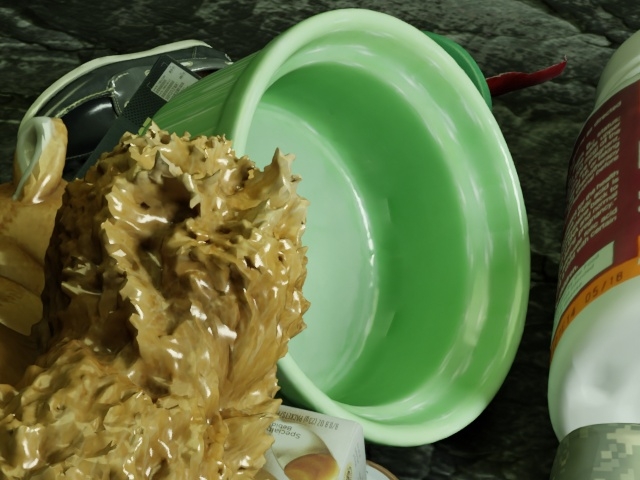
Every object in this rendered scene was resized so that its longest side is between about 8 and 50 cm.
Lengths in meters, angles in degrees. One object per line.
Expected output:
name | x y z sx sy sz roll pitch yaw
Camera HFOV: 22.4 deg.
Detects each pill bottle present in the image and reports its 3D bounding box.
pill bottle | 0.294 0.001 1.222 0.224 0.224 0.392 7 38 7

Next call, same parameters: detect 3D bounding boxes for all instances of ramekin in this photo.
ramekin | 0.000 0.000 1.155 0.148 0.303 0.303 -13 22 44

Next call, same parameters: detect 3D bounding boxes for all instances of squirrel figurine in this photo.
squirrel figurine | -0.169 0.085 0.908 0.397 0.281 0.370 -11 22 23

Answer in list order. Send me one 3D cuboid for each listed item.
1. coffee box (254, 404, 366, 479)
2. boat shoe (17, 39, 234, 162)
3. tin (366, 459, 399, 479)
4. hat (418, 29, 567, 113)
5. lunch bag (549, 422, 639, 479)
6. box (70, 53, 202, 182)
coffee box | -0.071 0.220 0.991 0.141 0.098 0.246 10 50 13
boat shoe | -0.169 -0.123 1.482 0.233 0.084 0.079 -24 44 -34
tin | -0.029 0.193 1.117 0.190 0.040 0.106 3 42 1
hat | 0.110 -0.092 1.492 0.208 0.173 0.183 -8 -11 23
lunch bag | 0.260 0.265 0.907 0.305 0.212 0.256 8 55 10
box | -0.179 -0.017 1.263 0.059 0.183 0.232 34 40 -6
